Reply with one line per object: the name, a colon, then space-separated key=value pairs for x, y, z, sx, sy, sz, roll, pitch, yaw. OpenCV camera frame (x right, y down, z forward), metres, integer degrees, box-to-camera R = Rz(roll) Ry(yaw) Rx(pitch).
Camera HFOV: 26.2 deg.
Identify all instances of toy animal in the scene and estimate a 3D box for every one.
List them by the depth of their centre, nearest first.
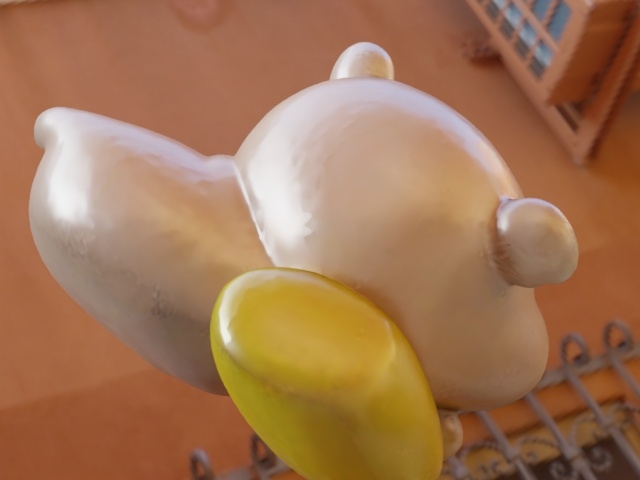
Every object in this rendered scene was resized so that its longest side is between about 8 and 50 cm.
toy animal: x=0.007 y=0.009 z=0.872 sx=0.247 sy=0.345 sz=0.277 roll=-53 pitch=-39 yaw=-9
